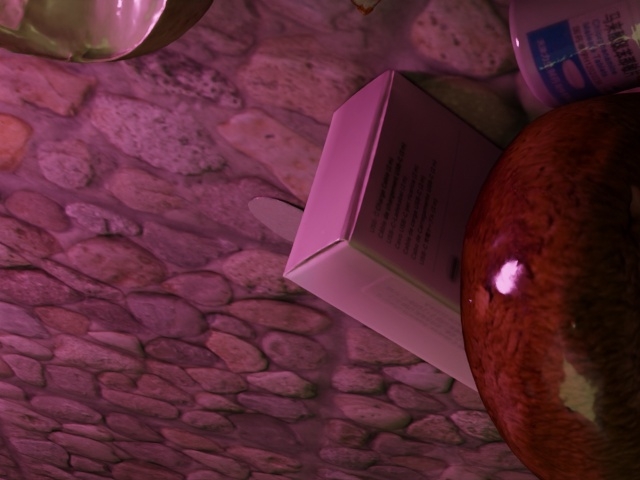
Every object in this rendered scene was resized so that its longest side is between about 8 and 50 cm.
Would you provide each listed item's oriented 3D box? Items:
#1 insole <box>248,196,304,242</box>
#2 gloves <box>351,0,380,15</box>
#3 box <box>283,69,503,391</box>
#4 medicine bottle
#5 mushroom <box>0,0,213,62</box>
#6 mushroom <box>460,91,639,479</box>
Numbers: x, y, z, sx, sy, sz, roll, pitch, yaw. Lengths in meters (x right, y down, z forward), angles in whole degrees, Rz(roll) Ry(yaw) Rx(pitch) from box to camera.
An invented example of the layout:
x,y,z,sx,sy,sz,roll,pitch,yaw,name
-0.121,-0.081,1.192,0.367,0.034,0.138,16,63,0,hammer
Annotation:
x,y,z,sx,sy,sz,roll,pitch,yaw,name
0.000,0.000,1.054,0.197,0.004,0.065,31,143,-22,insole
0.027,-0.248,0.608,0.140,0.131,0.219,26,173,-30,gloves
0.113,-0.004,0.826,0.252,0.203,0.106,32,143,-23,box
0.231,-0.164,0.641,0.168,0.105,0.105,-13,136,35,medicine bottle
-0.184,-0.243,0.643,0.254,0.189,0.195,17,109,0,mushroom
0.234,0.043,0.675,0.345,0.345,0.239,36,173,-27,mushroom
